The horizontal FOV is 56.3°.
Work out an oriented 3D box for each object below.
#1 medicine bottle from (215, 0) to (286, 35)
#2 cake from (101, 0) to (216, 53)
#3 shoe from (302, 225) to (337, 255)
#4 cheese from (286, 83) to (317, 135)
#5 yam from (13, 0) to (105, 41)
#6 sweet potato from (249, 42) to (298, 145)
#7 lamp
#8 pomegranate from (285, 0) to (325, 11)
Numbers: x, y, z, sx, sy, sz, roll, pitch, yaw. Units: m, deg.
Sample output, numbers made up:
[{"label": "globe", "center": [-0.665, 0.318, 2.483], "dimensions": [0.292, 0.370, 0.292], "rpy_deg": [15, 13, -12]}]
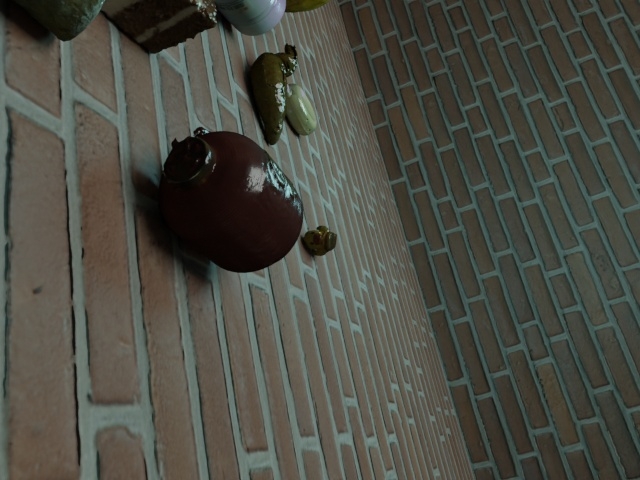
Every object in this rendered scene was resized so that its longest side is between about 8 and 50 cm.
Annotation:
[{"label": "medicine bottle", "center": [-0.189, -0.579, 1.320], "dimensions": [0.254, 0.152, 0.152], "rpy_deg": [30, 43, -68]}, {"label": "cake", "center": [-0.251, -0.384, 0.906], "dimensions": [0.147, 0.135, 0.134], "rpy_deg": [37, 37, -56]}, {"label": "shoe", "center": [0.000, 0.003, 1.453], "dimensions": [0.109, 0.069, 0.072], "rpy_deg": [-44, 139, -64]}, {"label": "cheese", "center": [-0.077, -0.390, 1.659], "dimensions": [0.227, 0.064, 0.137], "rpy_deg": [53, 20, -53]}, {"label": "yam", "center": [-0.310, -0.305, 0.639], "dimensions": [0.194, 0.107, 0.107], "rpy_deg": [47, 28, -59]}, {"label": "sweet potato", "center": [-0.118, -0.384, 1.450], "dimensions": [0.124, 0.098, 0.310], "rpy_deg": [41, 41, -42]}, {"label": "lamp", "center": [-0.124, -0.055, 0.862], "dimensions": [0.258, 0.180, 0.180], "rpy_deg": [48, 27, -56]}, {"label": "pomegranate", "center": [-0.055, -0.835, 1.645], "dimensions": [0.410, 0.410, 0.410], "rpy_deg": [-19, 90, -75]}]
